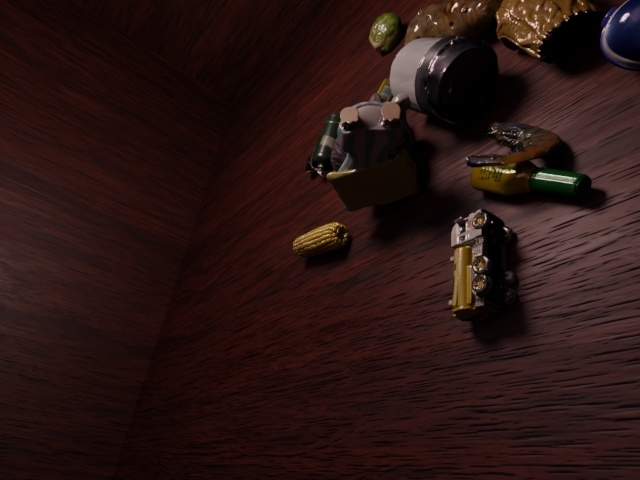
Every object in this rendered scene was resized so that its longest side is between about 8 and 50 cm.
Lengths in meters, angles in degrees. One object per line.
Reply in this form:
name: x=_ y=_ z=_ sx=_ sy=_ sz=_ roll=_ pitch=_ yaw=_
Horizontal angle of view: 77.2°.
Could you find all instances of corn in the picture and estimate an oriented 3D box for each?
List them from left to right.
corn: x=0.000 y=0.000 z=1.395 sx=0.244 sy=0.093 sz=0.093 roll=-17 pitch=52 yaw=51

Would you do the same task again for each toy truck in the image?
toy truck: x=0.331 y=0.053 z=0.847 sx=0.114 sy=0.098 sz=0.226 roll=-28 pitch=45 yaw=52

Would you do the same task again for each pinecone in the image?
pinecone: x=-0.037 y=-0.331 z=1.738 sx=0.077 sy=0.077 sz=0.083 roll=20 pitch=124 yaw=60

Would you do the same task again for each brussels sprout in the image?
brussels sprout: x=0.271 y=-0.876 z=1.683 sx=0.155 sy=0.117 sz=0.155 roll=-27 pitch=45 yaw=30

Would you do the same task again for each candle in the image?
candle: x=0.331 y=-0.473 z=1.159 sx=0.221 sy=0.221 sz=0.342 roll=-54 pitch=30 yaw=13

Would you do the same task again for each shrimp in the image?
shrimp: x=0.402 y=-0.225 z=0.928 sx=0.198 sy=0.051 sz=0.262 roll=-18 pitch=30 yaw=-7

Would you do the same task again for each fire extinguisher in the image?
fire extinguisher: x=0.028 y=-0.383 z=1.671 sx=0.118 sy=0.093 sz=0.294 roll=12 pitch=72 yaw=16

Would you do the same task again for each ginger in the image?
ginger: x=0.410 y=-0.690 z=1.261 sx=0.256 sy=0.176 sz=0.375 roll=-56 pitch=24 yaw=-14

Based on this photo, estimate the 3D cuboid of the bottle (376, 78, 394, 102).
bottle: x=0.198 y=-0.446 z=1.472 sx=0.286 sy=0.082 sz=0.082 roll=-62 pitch=30 yaw=-1

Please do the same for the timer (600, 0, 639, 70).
timer: x=0.660 y=-0.487 z=0.690 sx=0.383 sy=0.270 sz=0.270 roll=-64 pitch=27 yaw=26

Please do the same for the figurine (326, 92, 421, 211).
figurine: x=0.143 y=-0.330 z=1.181 sx=0.266 sy=0.361 sz=0.377 roll=-5 pitch=56 yaw=5

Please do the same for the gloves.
gloves: x=0.537 y=-0.566 z=0.985 sx=0.203 sy=0.155 sz=0.356 roll=-32 pitch=33 yaw=23

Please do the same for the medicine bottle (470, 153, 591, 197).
medicine bottle: x=0.441 y=-0.135 z=0.865 sx=0.095 sy=0.064 sz=0.260 roll=-57 pitch=30 yaw=-1
